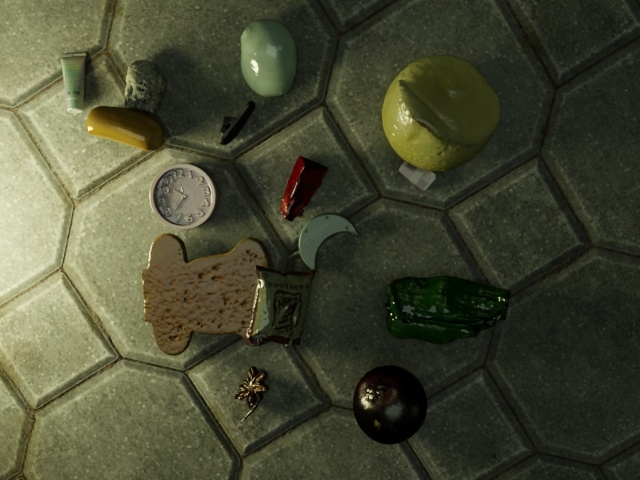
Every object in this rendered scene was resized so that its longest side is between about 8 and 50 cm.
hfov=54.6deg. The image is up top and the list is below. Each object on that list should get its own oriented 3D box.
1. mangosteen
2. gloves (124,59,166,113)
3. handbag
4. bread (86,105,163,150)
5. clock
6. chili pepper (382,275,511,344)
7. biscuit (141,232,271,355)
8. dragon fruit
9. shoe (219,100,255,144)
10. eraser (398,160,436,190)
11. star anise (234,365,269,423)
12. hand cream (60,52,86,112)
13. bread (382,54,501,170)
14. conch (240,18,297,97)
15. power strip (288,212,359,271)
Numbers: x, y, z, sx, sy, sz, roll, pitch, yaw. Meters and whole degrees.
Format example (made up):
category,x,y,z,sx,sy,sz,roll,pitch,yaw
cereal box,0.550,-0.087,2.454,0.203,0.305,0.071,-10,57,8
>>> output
category,x,y,z,sx,sy,sz,roll,pitch,yaw
mangosteen,0.218,0.496,1.844,0.228,0.228,0.265,-39,132,3
gloves,-0.514,-0.451,1.815,0.114,0.070,0.153,7,86,-3
handbag,-0.120,0.189,1.795,0.213,0.127,0.235,8,97,-44
bread,-0.559,-0.329,1.788,0.217,0.147,0.098,14,109,-6
clock,-0.404,-0.131,1.846,0.196,0.068,0.197,0,95,0
chili pepper,0.374,0.213,1.828,0.384,0.213,0.168,1,137,3
biscuit,-0.337,0.147,1.872,0.393,0.076,0.368,-7,95,-2
dragon fruit,-0.049,-0.143,1.826,0.092,0.122,0.192,22,92,-17
shoe,-0.256,-0.356,1.834,0.053,0.062,0.159,40,94,10
eraser,0.290,-0.202,1.863,0.105,0.026,0.065,40,91,-3
star anise,-0.213,0.480,1.904,0.097,0.070,0.191,32,96,24
hand cream,-0.726,-0.467,1.833,0.076,0.047,0.174,-4,86,1
bread,0.332,-0.354,1.754,0.320,0.237,0.321,1,85,-11
conch,-0.157,-0.527,1.801,0.184,0.121,0.221,-10,101,30
power strip,0.000,0.000,1.870,0.216,0.044,0.137,-40,94,2
